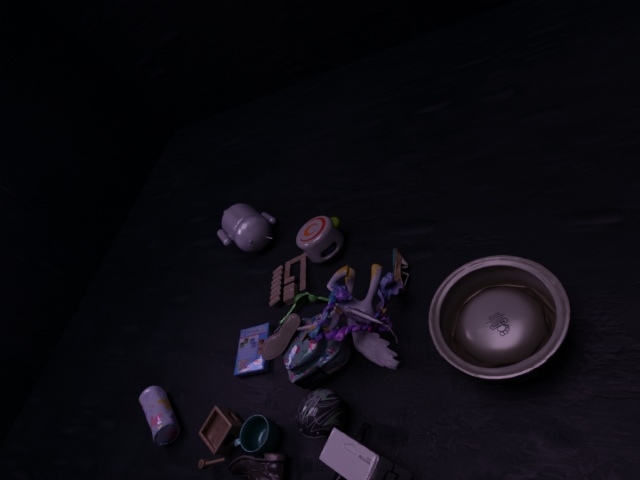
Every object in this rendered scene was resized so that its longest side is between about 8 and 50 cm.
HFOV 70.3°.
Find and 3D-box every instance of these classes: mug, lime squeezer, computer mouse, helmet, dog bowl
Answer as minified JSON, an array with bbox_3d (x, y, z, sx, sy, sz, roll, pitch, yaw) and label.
[{"bbox_3d":[-0.223,0.712,1.658,0.158,0.097,0.129,-2,56,38],"label":"mug"},{"bbox_3d":[-0.051,0.266,1.923,0.311,0.059,0.109,-20,46,24],"label":"lime squeezer"},{"bbox_3d":[0.100,0.700,1.457,0.041,0.071,0.242,30,69,6],"label":"computer mouse"},{"bbox_3d":[0.003,0.586,1.536,0.170,0.161,0.169,-21,46,24],"label":"helmet"},{"bbox_3d":[0.549,0.252,1.394,0.409,0.150,0.407,-20,46,23],"label":"dog bowl"}]

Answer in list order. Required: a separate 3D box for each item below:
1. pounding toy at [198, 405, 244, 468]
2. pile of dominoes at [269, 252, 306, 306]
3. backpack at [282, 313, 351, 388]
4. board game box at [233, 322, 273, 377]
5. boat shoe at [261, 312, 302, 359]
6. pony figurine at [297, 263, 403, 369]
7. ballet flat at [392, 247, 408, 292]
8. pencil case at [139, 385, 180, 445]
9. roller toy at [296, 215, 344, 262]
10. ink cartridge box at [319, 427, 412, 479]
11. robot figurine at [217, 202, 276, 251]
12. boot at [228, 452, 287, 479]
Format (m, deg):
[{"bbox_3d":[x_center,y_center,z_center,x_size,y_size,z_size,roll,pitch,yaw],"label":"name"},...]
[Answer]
[{"bbox_3d":[-0.380,0.778,1.739,0.181,0.094,0.205,29,86,42],"label":"pounding toy"},{"bbox_3d":[-0.139,0.189,2.088,0.196,0.040,0.251,-26,36,20],"label":"pile of dominoes"},{"bbox_3d":[-0.021,0.400,1.702,0.254,0.191,0.225,-30,42,7],"label":"backpack"},{"bbox_3d":[-0.286,0.470,1.951,0.160,0.039,0.211,-19,46,26],"label":"board game box"},{"bbox_3d":[-0.138,0.353,1.669,0.075,0.065,0.206,39,95,10],"label":"boat shoe"},{"bbox_3d":[0.141,0.254,1.577,0.351,0.302,0.363,18,52,23],"label":"pony figurine"},{"bbox_3d":[0.309,0.120,1.766,0.067,0.073,0.206,4,58,8],"label":"ballet flat"},{"bbox_3d":[-0.708,0.762,1.988,0.124,0.114,0.273,-56,42,0],"label":"pencil case"},{"bbox_3d":[0.000,0.000,2.034,0.210,0.146,0.191,-13,41,38],"label":"roller toy"},{"bbox_3d":[0.134,0.655,1.319,0.172,0.237,0.100,14,66,44],"label":"ink cartridge box"},{"bbox_3d":[-0.379,-0.065,2.344,0.300,0.199,0.353,-28,37,-19],"label":"robot figurine"},{"bbox_3d":[-0.215,0.856,1.541,0.263,0.091,0.228,-21,48,24],"label":"boot"}]
